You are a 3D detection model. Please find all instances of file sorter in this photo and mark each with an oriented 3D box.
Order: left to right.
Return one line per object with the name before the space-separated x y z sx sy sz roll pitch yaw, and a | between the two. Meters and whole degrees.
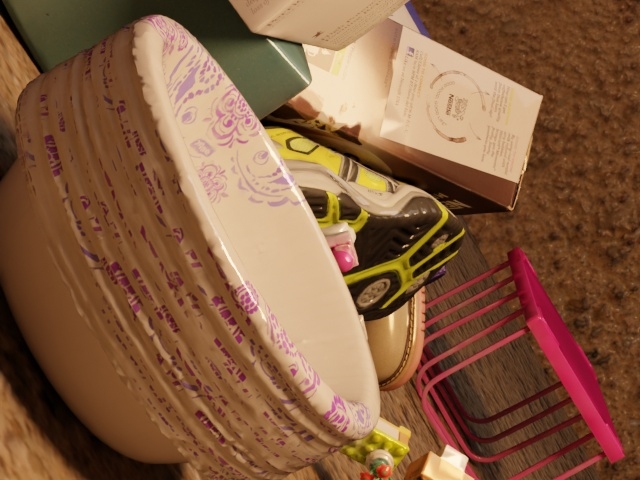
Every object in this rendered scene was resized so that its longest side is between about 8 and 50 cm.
file sorter | 0.228 0.172 2.104 0.202 0.182 0.291 58 10 -12

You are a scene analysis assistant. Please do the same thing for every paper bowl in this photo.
paper bowl | -0.090 0.020 1.032 0.284 0.148 0.284 59 10 -16

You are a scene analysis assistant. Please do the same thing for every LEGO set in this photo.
LEGO set | 0.015 0.133 1.349 0.107 0.132 0.287 -78 145 -62

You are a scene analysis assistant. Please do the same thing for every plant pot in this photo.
plant pot | -0.148 -0.193 1.308 0.234 0.165 0.166 49 15 -32

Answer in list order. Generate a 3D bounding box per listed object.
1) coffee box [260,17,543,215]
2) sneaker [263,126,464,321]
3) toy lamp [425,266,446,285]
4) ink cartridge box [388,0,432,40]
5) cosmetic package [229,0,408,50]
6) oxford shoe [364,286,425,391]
coffee box | 0.031 -0.127 1.560 0.297 0.119 0.168 23 -13 -26
sneaker | 0.000 -0.032 1.506 0.147 0.145 0.384 51 14 28
toy lamp | 0.090 -0.064 2.364 0.275 0.080 0.080 61 10 11
ink cartridge box | 0.053 -0.213 1.769 0.224 0.045 0.223 -17 75 -45
cosmetic package | 0.004 -0.212 1.286 0.085 0.117 0.231 54 16 6
oxford shoe | -0.013 -0.031 1.724 0.146 0.140 0.397 -1 63 -44
